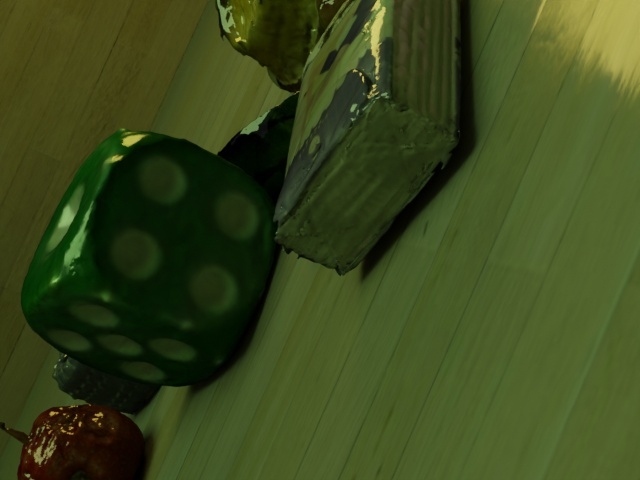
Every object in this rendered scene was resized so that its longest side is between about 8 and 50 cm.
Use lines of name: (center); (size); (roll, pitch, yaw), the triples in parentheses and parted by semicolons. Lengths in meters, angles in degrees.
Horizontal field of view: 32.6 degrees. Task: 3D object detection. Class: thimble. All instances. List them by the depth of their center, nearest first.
thimble: (-0.365, 0.194, 1.967); (0.236, 0.172, 0.205); (-56, 16, 20)

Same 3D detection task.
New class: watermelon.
watermelon: (-0.082, -0.127, 1.736); (0.129, 0.123, 0.301); (-37, -6, -41)

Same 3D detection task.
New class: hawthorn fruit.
hawthorn fruit: (-0.417, 0.353, 1.772); (0.207, 0.243, 0.207); (-54, 18, 27)

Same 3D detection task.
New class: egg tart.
egg tart: (-0.083, -0.417, 1.831); (0.345, 0.132, 0.345); (175, 90, -66)

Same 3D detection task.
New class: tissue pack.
tissue pack: (0.058, -0.161, 1.259); (0.242, 0.125, 0.343); (-53, 18, 39)

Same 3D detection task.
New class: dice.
dice: (-0.248, 0.030, 1.627); (0.287, 0.300, 0.297); (-33, 35, 55)

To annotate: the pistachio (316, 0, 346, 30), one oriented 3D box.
pistachio: (0.051, -0.395, 1.663); (0.110, 0.100, 0.189); (92, -172, -75)
